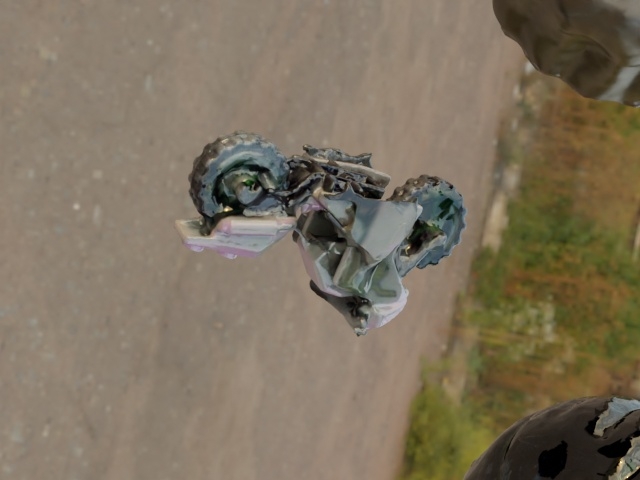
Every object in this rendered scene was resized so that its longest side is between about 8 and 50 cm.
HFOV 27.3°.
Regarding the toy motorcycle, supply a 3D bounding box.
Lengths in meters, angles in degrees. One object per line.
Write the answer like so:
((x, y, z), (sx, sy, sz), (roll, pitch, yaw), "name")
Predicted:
((0.000, 0.000, 1.358), (0.143, 0.327, 0.188), (46, -61, 52), "toy motorcycle")

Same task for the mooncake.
((0.314, -0.294, 1.312), (0.187, 0.324, 0.324), (122, -14, -65), "mooncake")

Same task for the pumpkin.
((0.321, 0.360, 1.499), (0.266, 0.363, 0.364), (-7, 110, -45), "pumpkin")
